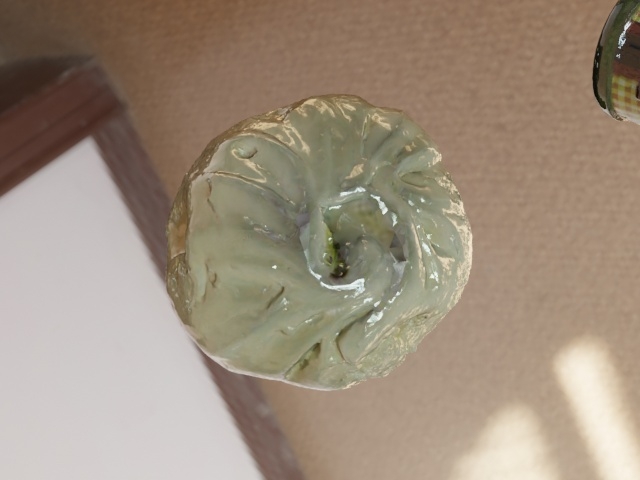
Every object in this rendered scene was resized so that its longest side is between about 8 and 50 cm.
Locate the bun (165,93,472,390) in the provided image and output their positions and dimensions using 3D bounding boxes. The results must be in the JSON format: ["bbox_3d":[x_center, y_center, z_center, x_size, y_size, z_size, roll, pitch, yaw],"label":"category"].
[{"bbox_3d":[0.000,0.000,1.619,0.360,0.359,0.211,48,163,1],"label":"bun"}]

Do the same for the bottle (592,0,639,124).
[{"bbox_3d":[0.363,-0.114,1.176,0.271,0.143,0.156,26,151,31],"label":"bottle"}]
